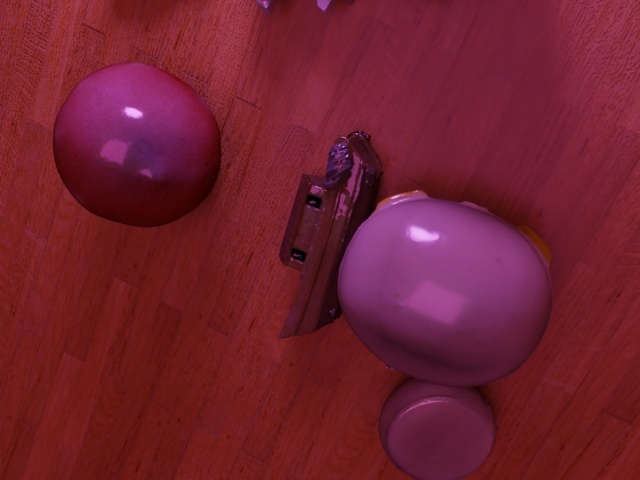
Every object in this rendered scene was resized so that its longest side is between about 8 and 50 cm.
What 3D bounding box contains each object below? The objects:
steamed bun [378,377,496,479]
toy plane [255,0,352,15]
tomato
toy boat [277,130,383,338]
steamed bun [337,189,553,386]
[{"bbox_3d":[0.232,0.365,1.351,0.232,0.145,0.231,1,110,2],"label":"steamed bun"},{"bbox_3d":[-0.034,-0.520,1.218,0.245,0.117,0.244,0,89,7],"label":"toy plane"},{"bbox_3d":[-0.346,-0.177,1.279,0.322,0.321,0.321,4,105,14],"label":"tomato"},{"bbox_3d":[0.000,0.000,1.331,0.162,0.136,0.445,20,109,15],"label":"toy boat"},{"bbox_3d":[0.218,0.090,1.198,0.374,0.334,0.333,20,108,6],"label":"steamed bun"}]
